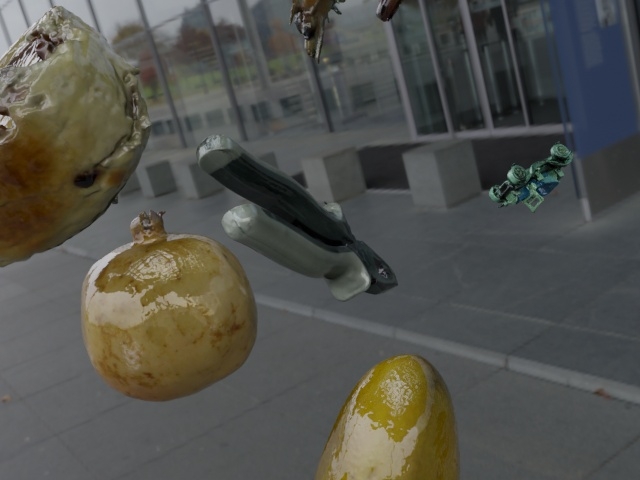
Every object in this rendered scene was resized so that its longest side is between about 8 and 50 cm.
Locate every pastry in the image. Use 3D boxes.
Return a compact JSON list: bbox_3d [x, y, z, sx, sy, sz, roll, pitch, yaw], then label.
[{"bbox_3d":[-0.277,-0.096,0.790,0.256,0.170,0.236,-49,34,22],"label":"pastry"}]

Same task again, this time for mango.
[{"bbox_3d":[0.042,0.159,0.489,0.098,0.195,0.137,8,19,14],"label":"mango"}]

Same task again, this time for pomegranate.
[{"bbox_3d":[-0.280,0.110,1.389,0.343,0.342,0.342,-15,14,4],"label":"pomegranate"}]

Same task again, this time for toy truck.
[{"bbox_3d":[0.368,-0.098,1.302,0.154,0.078,0.080,-26,-17,-29],"label":"toy truck"}]

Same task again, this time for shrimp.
[{"bbox_3d":[0.054,-0.340,0.966,0.173,0.253,0.058,-1,37,-23],"label":"shrimp"}]

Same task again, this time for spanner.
[{"bbox_3d":[0.000,0.000,0.673,0.040,0.095,0.325,-30,-27,17],"label":"spanner"}]
